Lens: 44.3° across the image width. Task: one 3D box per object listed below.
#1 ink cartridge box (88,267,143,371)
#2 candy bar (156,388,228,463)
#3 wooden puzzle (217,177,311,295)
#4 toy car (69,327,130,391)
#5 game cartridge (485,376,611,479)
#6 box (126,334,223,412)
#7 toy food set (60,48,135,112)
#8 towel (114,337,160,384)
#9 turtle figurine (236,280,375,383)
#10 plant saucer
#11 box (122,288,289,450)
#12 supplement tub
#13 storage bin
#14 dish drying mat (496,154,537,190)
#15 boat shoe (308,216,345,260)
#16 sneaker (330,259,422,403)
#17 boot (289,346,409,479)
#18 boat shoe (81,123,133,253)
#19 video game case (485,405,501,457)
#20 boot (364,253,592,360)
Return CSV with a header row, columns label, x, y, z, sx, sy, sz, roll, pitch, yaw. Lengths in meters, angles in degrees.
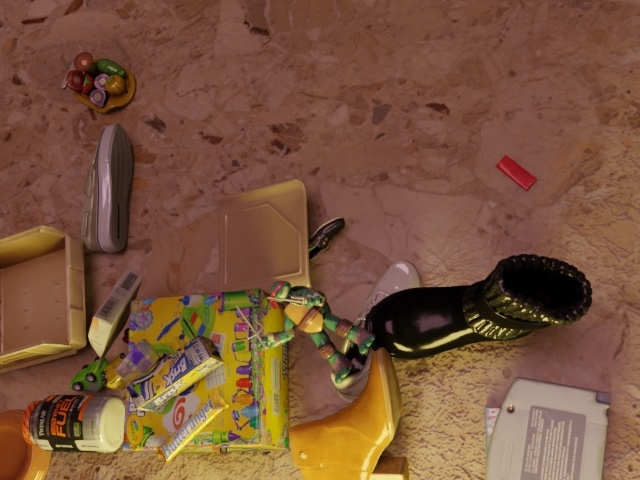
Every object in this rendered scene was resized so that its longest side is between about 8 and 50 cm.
label,x,y,z,sx,sy,sz,roll,pitch,yaw
ink cartridge box,-0.421,0.160,1.582,0.045,0.179,0.145,29,43,-5
candy bar,-0.233,0.338,1.418,0.161,0.018,0.040,-43,67,-1
wooden puzzle,-0.118,0.006,1.653,0.220,0.044,0.239,-12,74,27
toy car,-0.434,0.261,1.644,0.225,0.053,0.239,-33,22,26
game cartridge,0.392,0.397,1.380,0.195,0.060,0.295,9,75,14
box,-0.265,0.244,1.434,0.168,0.059,0.054,-34,66,4
toy food set,-0.554,-0.396,1.907,0.217,0.071,0.128,28,82,22
towel,-0.347,0.233,1.489,0.083,0.009,0.060,-47,66,-1
turtle figurine,-0.025,0.139,1.403,0.234,0.175,0.118,36,42,3
plant saucer,-0.672,0.461,1.680,0.199,0.037,0.200,-5,71,14
box,-0.218,0.263,1.541,0.279,0.177,0.290,-5,72,14
supplement tub,-0.506,0.376,1.618,0.190,0.117,0.117,-4,72,14
storage bin,-0.648,0.133,1.712,0.260,0.123,0.263,-17,68,21
dish drying mat,0.397,-0.137,1.593,0.032,0.008,0.083,-46,68,-1
boat shoe,0.001,0.000,1.636,0.133,0.049,0.042,-37,63,9
sneaker,0.112,0.170,1.507,0.110,0.129,0.297,20,78,22
boot,0.041,0.336,1.430,0.211,0.104,0.295,-3,106,16
boat shoe,-0.494,-0.119,1.783,0.094,0.109,0.303,-4,74,16
video game case,0.386,0.362,1.429,0.166,0.015,0.119,-3,71,14
boot,0.261,0.117,1.360,0.347,0.260,0.131,-10,78,-9
